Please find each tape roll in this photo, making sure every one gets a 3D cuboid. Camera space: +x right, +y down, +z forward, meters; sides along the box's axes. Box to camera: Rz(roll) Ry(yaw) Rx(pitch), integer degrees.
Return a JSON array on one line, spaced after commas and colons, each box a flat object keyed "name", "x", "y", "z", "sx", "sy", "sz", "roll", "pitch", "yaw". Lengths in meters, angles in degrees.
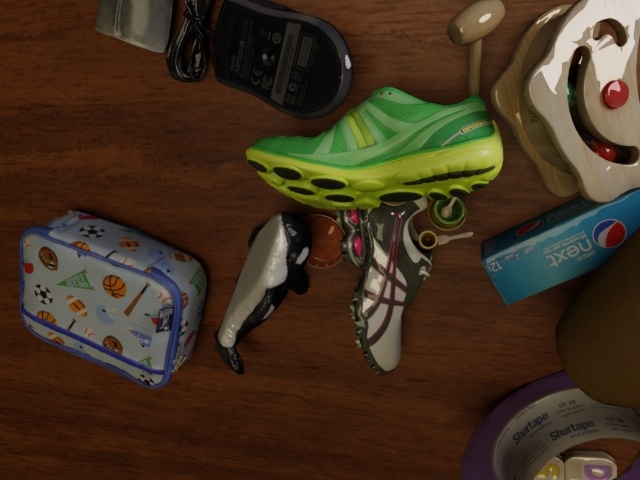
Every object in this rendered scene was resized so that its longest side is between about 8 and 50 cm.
[{"name": "tape roll", "x": 0.312, "y": 0.271, "z": 0.646, "sx": 0.274, "sy": 0.275, "sz": 0.090, "roll": -30, "pitch": 100, "yaw": 24}]

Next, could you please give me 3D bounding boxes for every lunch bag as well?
[{"name": "lunch bag", "x": -0.334, "y": 0.103, "z": 0.869, "sx": 0.303, "sy": 0.115, "sz": 0.243, "roll": 23, "pitch": 117, "yaw": 9}]

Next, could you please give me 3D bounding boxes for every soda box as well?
[{"name": "soda box", "x": 0.308, "y": -0.002, "z": 0.661, "sx": 0.210, "sy": 0.067, "sz": 0.071, "roll": -28, "pitch": 100, "yaw": 24}]

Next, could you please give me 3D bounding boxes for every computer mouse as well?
[{"name": "computer mouse", "x": -0.065, "y": -0.250, "z": 0.686, "sx": 0.272, "sy": 0.072, "sz": 0.189, "roll": 31, "pitch": 118, "yaw": 17}]

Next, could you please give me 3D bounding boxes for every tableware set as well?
[{"name": "tableware set", "x": 0.122, "y": -0.064, "z": 0.667, "sx": 0.103, "sy": 0.024, "sz": 0.154, "roll": -14, "pitch": 78, "yaw": 1}]

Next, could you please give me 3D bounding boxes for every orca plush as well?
[{"name": "orca plush", "x": -0.065, "y": 0.084, "z": 0.789, "sx": 0.102, "sy": 0.151, "sz": 0.287, "roll": 13, "pitch": 114, "yaw": -23}]

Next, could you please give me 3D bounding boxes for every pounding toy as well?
[{"name": "pounding toy", "x": 0.268, "y": -0.175, "z": 0.609, "sx": 0.154, "sy": 0.155, "sz": 0.270, "roll": -40, "pitch": 106, "yaw": -3}]

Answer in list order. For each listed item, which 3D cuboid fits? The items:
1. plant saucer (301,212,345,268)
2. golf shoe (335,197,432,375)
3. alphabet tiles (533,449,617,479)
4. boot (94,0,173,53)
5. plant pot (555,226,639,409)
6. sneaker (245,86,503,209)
[{"name": "plant saucer", "x": 0.000, "y": 0.000, "z": 0.783, "sx": 0.083, "sy": 0.013, "sz": 0.084, "roll": 6, "pitch": 112, "yaw": 15}, {"name": "golf shoe", "x": 0.097, "y": 0.061, "z": 0.731, "sx": 0.120, "sy": 0.105, "sz": 0.273, "roll": -6, "pitch": 108, "yaw": 11}, {"name": "alphabet tiles", "x": 0.378, "y": 0.445, "z": 0.832, "sx": 0.277, "sy": 0.021, "sz": 0.284, "roll": -3, "pitch": 108, "yaw": 17}, {"name": "boot", "x": -0.262, "y": -0.375, "z": 0.699, "sx": 0.189, "sy": 0.076, "sz": 0.209, "roll": 28, "pitch": 122, "yaw": 7}, {"name": "plant pot", "x": 0.376, "y": 0.080, "z": 0.543, "sx": 0.237, "sy": 0.237, "sz": 0.254, "roll": 38, "pitch": 142, "yaw": 1}, {"name": "sneaker", "x": 0.059, "y": -0.109, "z": 0.637, "sx": 0.295, "sy": 0.109, "sz": 0.124, "roll": -1, "pitch": 66, "yaw": 14}]
